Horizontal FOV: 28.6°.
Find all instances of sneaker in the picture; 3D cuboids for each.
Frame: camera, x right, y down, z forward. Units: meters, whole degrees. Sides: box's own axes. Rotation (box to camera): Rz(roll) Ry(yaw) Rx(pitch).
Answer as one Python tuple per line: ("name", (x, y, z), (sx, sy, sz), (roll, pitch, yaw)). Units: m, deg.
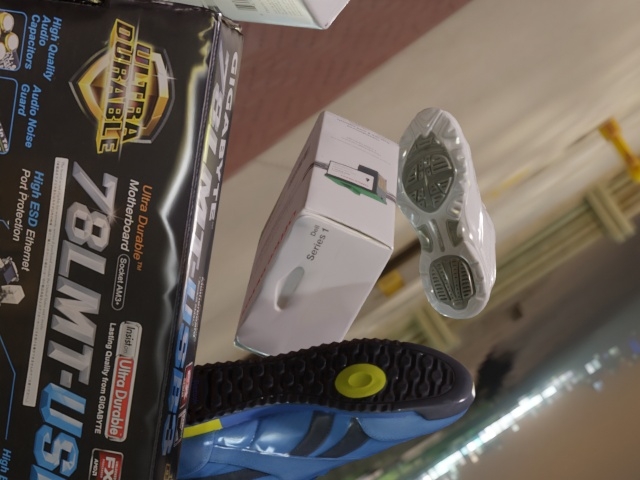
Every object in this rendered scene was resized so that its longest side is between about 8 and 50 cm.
("sneaker", (-0.007, 0.116, 0.778), (0.209, 0.082, 0.069), (-9, -148, 8))
("sneaker", (0.144, -0.035, 1.396), (0.090, 0.232, 0.115), (-6, -170, 24))

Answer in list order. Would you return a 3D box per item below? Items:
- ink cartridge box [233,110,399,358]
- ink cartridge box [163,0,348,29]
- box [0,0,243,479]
("ink cartridge box", (0.000, 0.000, 1.181), (0.219, 0.092, 0.160), (-81, -163, -60))
("ink cartridge box", (-0.076, -0.224, 0.822), (0.086, 0.203, 0.148), (-53, 132, -19))
("box", (-0.203, 0.016, 0.608), (0.293, 0.296, 0.073), (8, -176, 5))
